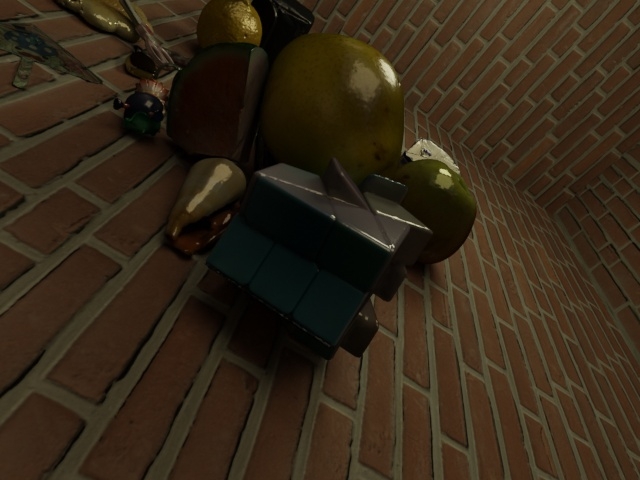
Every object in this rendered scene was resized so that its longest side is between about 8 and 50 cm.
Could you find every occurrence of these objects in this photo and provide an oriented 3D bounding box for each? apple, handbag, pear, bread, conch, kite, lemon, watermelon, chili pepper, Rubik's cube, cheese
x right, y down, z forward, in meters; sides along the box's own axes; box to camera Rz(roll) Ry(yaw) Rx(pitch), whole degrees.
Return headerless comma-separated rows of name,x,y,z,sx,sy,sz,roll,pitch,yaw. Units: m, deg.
apple,0.344,-0.108,1.488,0.339,0.305,0.338,28,31,-19
handbag,-0.208,-0.848,1.858,0.275,0.302,0.177,28,39,-16
pear,0.032,-0.295,1.109,0.362,0.362,0.418,-2,58,-49
bread,-0.674,-0.733,1.428,0.316,0.054,0.316,28,31,-19
conch,-0.259,-0.076,0.996,0.255,0.127,0.158,-52,123,-38
kite,-0.685,-0.442,1.076,0.335,0.011,0.314,12,40,-38
lemon,-0.325,-0.757,1.645,0.228,0.253,0.228,21,27,-11
watermelon,-0.257,-0.326,1.090,0.222,0.292,0.319,13,18,-2
chili pepper,-0.464,-0.588,1.480,0.153,0.041,0.050,22,11,-1
Rubik's cube,-0.014,0.016,0.902,0.387,0.358,0.368,33,26,10
cheese,-0.529,-0.528,1.333,0.086,0.036,0.162,10,42,-37

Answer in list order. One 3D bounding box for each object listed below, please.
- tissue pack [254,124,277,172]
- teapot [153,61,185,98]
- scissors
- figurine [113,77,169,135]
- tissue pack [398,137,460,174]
tissue pack,-0.075,-0.235,1.372,0.245,0.123,0.332,23,35,-23
teapot,-0.325,-0.396,1.280,0.294,0.129,0.193,19,16,-39
scissors,-0.537,-0.634,1.392,0.242,0.031,0.118,57,13,-6
figurine,-0.435,-0.331,1.121,0.112,0.102,0.195,4,45,-14
tissue pack,0.378,-0.249,1.738,0.209,0.269,0.137,39,72,2
